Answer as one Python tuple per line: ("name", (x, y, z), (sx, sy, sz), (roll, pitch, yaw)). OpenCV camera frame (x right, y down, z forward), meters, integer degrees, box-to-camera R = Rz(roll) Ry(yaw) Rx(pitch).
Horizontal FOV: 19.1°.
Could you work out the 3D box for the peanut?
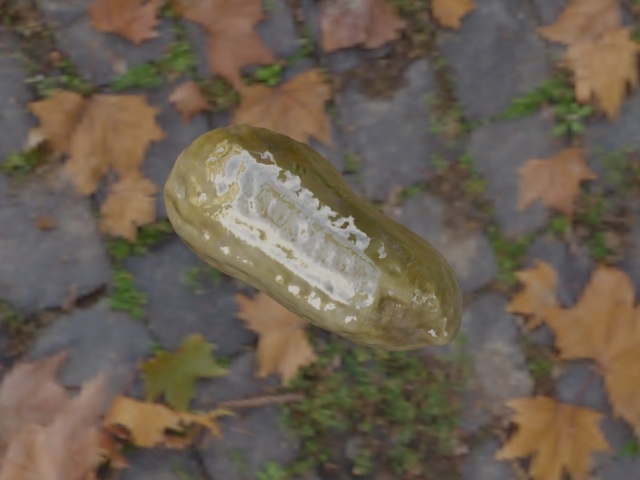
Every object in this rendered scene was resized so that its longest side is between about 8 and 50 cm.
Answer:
("peanut", (0.000, 0.000, 1.366), (0.236, 0.120, 0.110), (30, 87, 0))
